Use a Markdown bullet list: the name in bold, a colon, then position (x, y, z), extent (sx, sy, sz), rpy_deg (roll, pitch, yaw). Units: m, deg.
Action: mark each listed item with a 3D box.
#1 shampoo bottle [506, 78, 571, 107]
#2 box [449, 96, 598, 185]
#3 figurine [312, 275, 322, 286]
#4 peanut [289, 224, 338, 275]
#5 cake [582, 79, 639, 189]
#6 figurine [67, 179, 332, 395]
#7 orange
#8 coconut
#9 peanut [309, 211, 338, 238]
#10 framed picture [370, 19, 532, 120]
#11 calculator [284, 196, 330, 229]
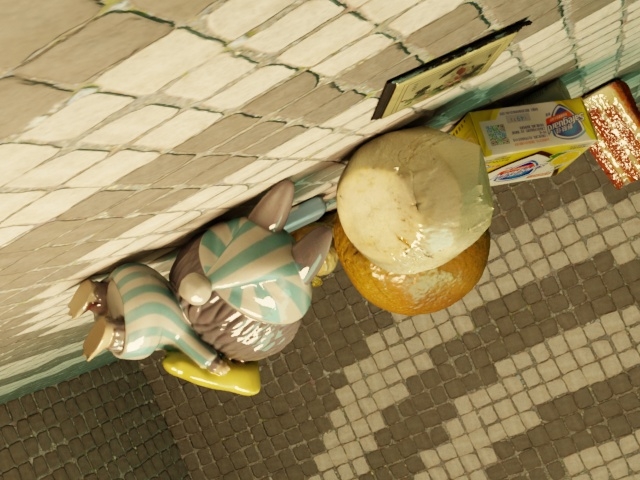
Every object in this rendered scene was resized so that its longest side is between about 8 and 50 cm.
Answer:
- **shampoo bottle**: position (0.409, -0.257, 1.710), extent (0.195, 0.056, 0.056), rpy_deg (-28, 175, 34)
- **box**: position (0.380, -0.186, 1.645), extent (0.265, 0.097, 0.168), rpy_deg (-9, 161, -22)
- **figurine**: position (-0.132, 0.109, 2.169), extent (0.271, 0.143, 0.143), rpy_deg (13, 171, -4)
- **peanut**: position (-0.025, 0.018, 1.878), extent (0.101, 0.117, 0.263), rpy_deg (-33, -169, -14)
- **cake**: position (0.754, -0.285, 2.173), extent (0.158, 0.262, 0.160), rpy_deg (-33, 153, 31)
- **figurine**: position (-0.172, 0.035, 1.407), extent (0.361, 0.266, 0.377), rpy_deg (12, 116, -39)
- **orange**: position (0.190, -0.002, 1.776), extent (0.322, 0.322, 0.357), rpy_deg (-28, 162, 29)
- **coconut**: position (0.165, -0.073, 1.398), extent (0.245, 0.245, 0.247), rpy_deg (-29, 175, 43)
- **peanut**: position (0.000, 0.000, 2.101), extent (0.233, 0.110, 0.197), rpy_deg (-22, 166, -39)
- **framed picture**: position (0.161, -0.215, 1.107), extent (0.199, 0.010, 0.195), rpy_deg (-25, 175, -5)
- **calculator**: position (-0.074, -0.035, 1.724), extent (0.210, 0.039, 0.121), rpy_deg (-25, 177, -10)
